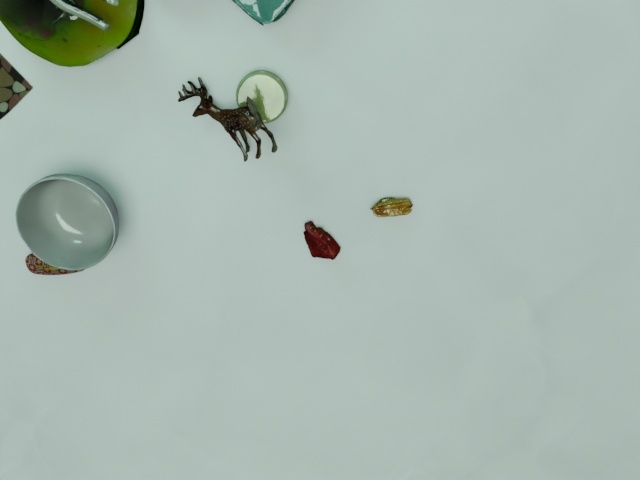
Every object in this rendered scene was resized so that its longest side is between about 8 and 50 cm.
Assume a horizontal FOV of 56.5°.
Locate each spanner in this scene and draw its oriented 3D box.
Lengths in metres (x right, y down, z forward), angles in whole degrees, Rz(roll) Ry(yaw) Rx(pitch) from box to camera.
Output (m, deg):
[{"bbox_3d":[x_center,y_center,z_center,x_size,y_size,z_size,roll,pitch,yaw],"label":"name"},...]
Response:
[{"bbox_3d":[-0.637,-0.609,1.397,0.324,0.040,0.096,27,110,-12],"label":"spanner"}]

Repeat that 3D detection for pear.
[{"bbox_3d":[-0.665,-0.630,1.501,0.398,0.165,0.399,0,113,1],"label":"pear"}]

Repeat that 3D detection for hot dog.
[{"bbox_3d":[0.213,-0.101,1.785,0.132,0.041,0.057,-6,113,-4],"label":"hot dog"}]

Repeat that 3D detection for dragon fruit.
[{"bbox_3d":[0.000,0.002,1.816,0.097,0.063,0.131,-18,112,8],"label":"dragon fruit"}]

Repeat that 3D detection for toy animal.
[{"bbox_3d":[-0.246,-0.342,1.633,0.243,0.087,0.260,-4,127,38],"label":"toy animal"}]

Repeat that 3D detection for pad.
[{"bbox_3d":[-0.942,-0.469,1.664,0.158,0.003,0.235,-37,108,15],"label":"pad"}]

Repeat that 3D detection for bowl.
[{"bbox_3d":[-0.724,-0.069,1.755,0.286,0.144,0.287,0,113,0],"label":"bowl"}]

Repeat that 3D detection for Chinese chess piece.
[{"bbox_3d":[-0.162,-0.398,1.652,0.143,0.058,0.144,0,112,-1],"label":"Chinese chess piece"}]

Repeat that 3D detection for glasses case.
[{"bbox_3d":[-0.827,0.073,1.869,0.194,0.049,0.073,-4,113,3],"label":"glasses case"}]

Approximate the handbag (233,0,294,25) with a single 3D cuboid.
[{"bbox_3d":[-0.140,-0.719,1.496,0.268,0.100,0.274,38,108,-10],"label":"handbag"}]
